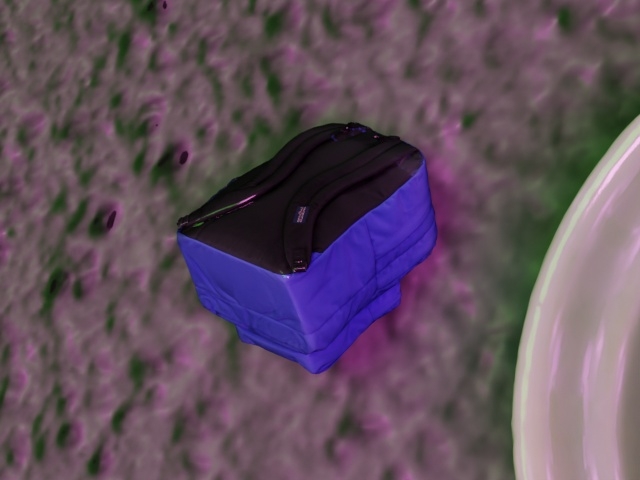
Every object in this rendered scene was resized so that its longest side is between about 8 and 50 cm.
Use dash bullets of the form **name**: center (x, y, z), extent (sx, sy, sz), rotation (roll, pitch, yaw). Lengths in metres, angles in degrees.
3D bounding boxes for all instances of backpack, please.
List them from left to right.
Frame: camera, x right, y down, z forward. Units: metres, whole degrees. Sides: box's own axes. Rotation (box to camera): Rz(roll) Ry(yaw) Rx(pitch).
- **backpack**: center (0.000, 0.000, 0.777), extent (0.098, 0.101, 0.120), rotation (24, 55, 35)

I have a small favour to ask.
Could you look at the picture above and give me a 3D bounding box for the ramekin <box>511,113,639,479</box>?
- **ramekin**: center (0.237, 0.068, 0.547), extent (0.303, 0.148, 0.303), rotation (-14, 65, 31)
